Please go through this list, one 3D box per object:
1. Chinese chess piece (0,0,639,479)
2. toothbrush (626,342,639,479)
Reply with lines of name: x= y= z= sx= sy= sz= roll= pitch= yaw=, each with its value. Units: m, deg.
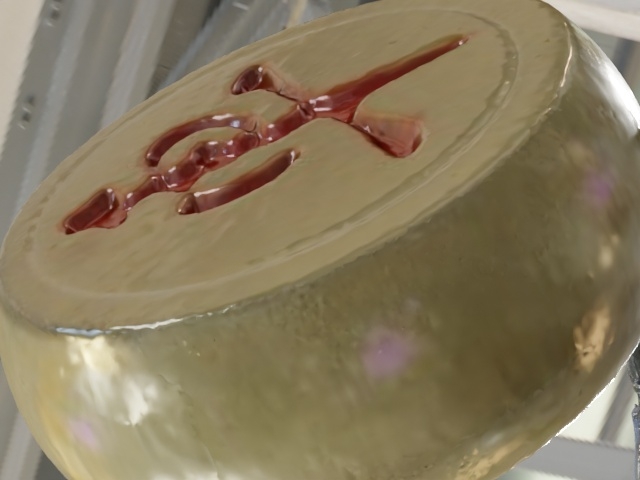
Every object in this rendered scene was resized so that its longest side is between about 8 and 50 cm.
Chinese chess piece: x=0.000 y=0.000 z=0.462 sx=0.251 sy=0.251 sz=0.097 roll=-35 pitch=-62 yaw=-17
toothbrush: x=0.198 y=0.138 z=0.756 sx=0.035 sy=0.042 sz=0.414 roll=-36 pitch=-54 yaw=-64
